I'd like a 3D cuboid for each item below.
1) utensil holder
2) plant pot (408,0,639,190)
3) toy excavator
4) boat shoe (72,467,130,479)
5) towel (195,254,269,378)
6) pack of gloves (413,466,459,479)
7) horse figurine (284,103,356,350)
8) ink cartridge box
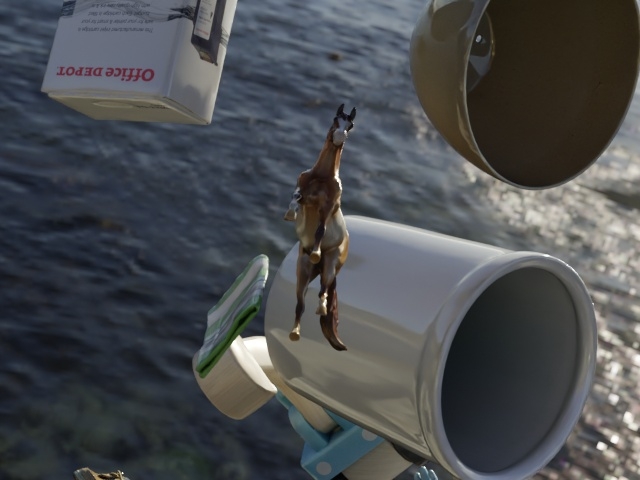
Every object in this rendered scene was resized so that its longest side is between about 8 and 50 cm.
[{"bbox_3d":[0.147,0.144,1.735,0.327,0.328,0.385,-4,13,-40],"label":"utensil holder"},{"bbox_3d":[0.216,-0.220,1.424,0.284,0.284,0.191,-2,17,-36],"label":"plant pot"},{"bbox_3d":[-0.010,0.264,2.037,0.445,0.222,0.433,45,21,-11],"label":"toy excavator"},{"bbox_3d":[-0.230,0.278,1.320,0.045,0.135,0.050,-38,57,-8],"label":"boat shoe"},{"bbox_3d":[-0.101,0.082,1.357,0.023,0.113,0.152,35,17,-10],"label":"towel"},{"bbox_3d":[0.210,0.441,1.779,0.046,0.195,0.232,7,66,-31],"label":"pack of gloves"},{"bbox_3d":[0.000,0.000,1.351,0.066,0.263,0.174,4,39,10],"label":"horse figurine"},{"bbox_3d":[-0.193,-0.255,1.333,0.172,0.237,0.100,6,-12,29],"label":"ink cartridge box"}]
